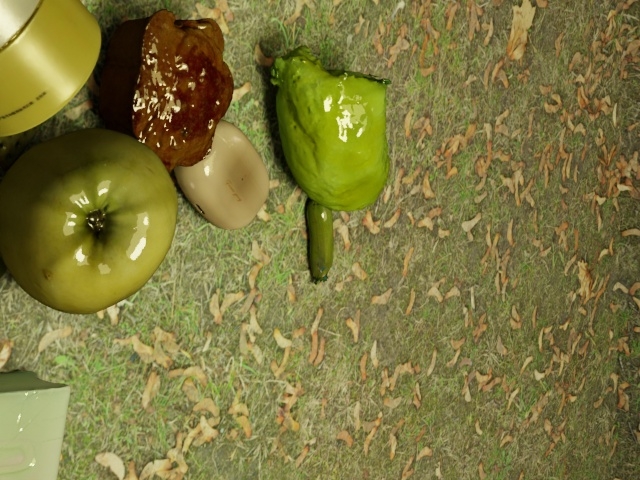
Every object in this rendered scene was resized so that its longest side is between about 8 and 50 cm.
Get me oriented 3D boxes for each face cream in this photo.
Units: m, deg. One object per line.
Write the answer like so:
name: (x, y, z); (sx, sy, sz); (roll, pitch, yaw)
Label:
face cream: (-0.410, -0.265, 1.448); (0.218, 0.218, 0.179); (-61, 141, -19)

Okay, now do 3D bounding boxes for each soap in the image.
soap: (-0.483, 0.365, 1.642); (0.208, 0.115, 0.346); (4, 98, -52)

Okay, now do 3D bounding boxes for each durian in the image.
durian: (0.039, -0.191, 2.071); (0.256, 0.205, 0.339); (-39, 128, -55)

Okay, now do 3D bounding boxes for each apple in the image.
apple: (-0.323, -0.031, 1.608); (0.262, 0.262, 0.262); (-21, 117, -48)

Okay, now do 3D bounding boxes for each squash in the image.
squash: (0.000, 0.000, 2.207); (0.052, 0.052, 0.183); (-25, 123, -46)

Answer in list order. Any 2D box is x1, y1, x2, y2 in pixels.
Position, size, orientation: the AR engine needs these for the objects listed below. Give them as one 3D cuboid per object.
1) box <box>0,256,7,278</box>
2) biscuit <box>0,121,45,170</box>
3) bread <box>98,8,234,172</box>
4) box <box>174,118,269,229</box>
box: (-0.555, 0.103, 1.524); (0.311, 0.043, 0.173); (-57, 140, -23)
biscuit: (-0.400, -0.201, 1.611); (0.203, 0.016, 0.144); (-59, 162, -20)
bread: (-0.229, -0.220, 1.766); (0.232, 0.135, 0.246); (-2, 102, -52)
box: (-0.161, -0.108, 1.928); (0.146, 0.088, 0.200); (-56, 140, -22)
